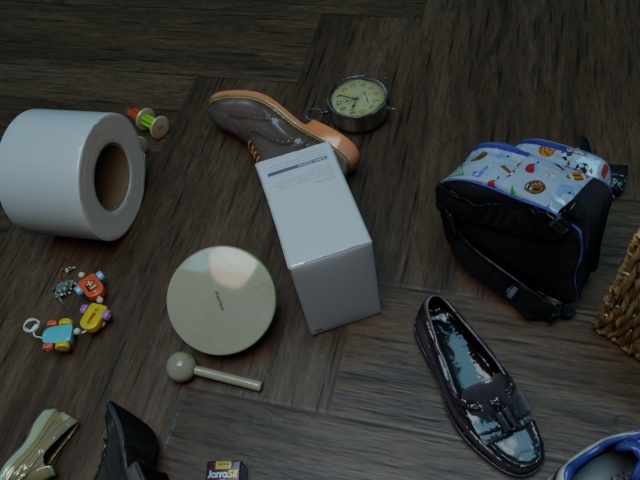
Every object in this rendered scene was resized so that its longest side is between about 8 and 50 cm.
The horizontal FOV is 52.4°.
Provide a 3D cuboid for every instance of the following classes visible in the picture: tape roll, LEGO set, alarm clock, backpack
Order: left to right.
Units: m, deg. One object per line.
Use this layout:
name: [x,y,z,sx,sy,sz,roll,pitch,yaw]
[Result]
LEGO set: [-0.491,0.081,1.242,0.054,0.023,0.083,-23,55,-7]
tape roll: [-0.470,-0.126,1.249,0.169,0.246,0.246,5,56,12]
alarm clock: [0.062,-0.284,1.383,0.192,0.064,0.129,-12,55,-2]
backpack: [0.330,-0.045,1.066,0.263,0.276,0.213,23,57,30]

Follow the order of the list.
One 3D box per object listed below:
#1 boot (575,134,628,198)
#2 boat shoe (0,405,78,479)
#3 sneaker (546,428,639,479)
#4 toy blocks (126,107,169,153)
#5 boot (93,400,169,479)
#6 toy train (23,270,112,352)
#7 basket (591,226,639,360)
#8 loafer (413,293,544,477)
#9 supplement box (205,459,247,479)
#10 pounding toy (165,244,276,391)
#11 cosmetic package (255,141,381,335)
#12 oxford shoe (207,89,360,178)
boot: [0.523,-0.138,1.220,0.099,0.045,0.121,11,65,19]
boat shoe: [-0.451,0.357,1.023,0.072,0.068,0.190,19,60,7]
sneaker: [0.443,0.304,0.875,0.296,0.131,0.112,-24,53,-9]
toy blocks: [-0.429,-0.256,1.448,0.148,0.054,0.123,29,65,26]
boot: [-0.343,0.386,0.963,0.229,0.091,0.263,-44,37,-2]
toy train: [-0.446,0.137,1.187,0.166,0.046,0.125,-41,58,-22]
basket: [0.563,0.054,0.923,0.223,0.299,0.213,-41,59,-18]
loafer: [0.232,0.212,0.992,0.109,0.095,0.302,-25,55,-8]
supplement box: [-0.142,0.376,0.970,0.055,0.043,0.083,-5,54,7]
pounding toy: [-0.167,0.129,1.128,0.183,0.110,0.237,6,86,0]
cosmetic package: [0.000,0.000,1.097,0.138,0.224,0.225,-17,55,-3]
oxford shoe: [-0.105,-0.198,1.316,0.363,0.130,0.133,26,71,25]
